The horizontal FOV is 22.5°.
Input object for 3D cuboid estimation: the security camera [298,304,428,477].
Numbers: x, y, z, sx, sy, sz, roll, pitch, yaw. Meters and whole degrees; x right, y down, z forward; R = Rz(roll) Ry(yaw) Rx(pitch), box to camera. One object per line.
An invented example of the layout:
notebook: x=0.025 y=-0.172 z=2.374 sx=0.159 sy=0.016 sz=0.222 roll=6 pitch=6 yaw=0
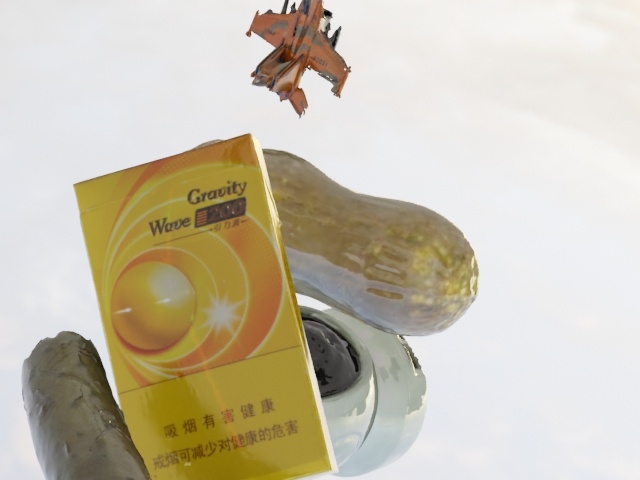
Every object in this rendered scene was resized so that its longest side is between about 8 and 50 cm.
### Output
security camera: x=-0.023 y=0.165 z=1.707 sx=0.194 sy=0.194 sz=0.236 roll=35 pitch=-159 yaw=36

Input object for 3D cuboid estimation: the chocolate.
chocolate: x=0.000 y=0.000 z=1.490 sx=0.309 sy=0.134 sz=0.134 roll=23 pitch=-152 yaw=10

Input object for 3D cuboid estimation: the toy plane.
toy plane: x=-0.008 y=-0.221 z=1.606 sx=0.135 sy=0.188 sz=0.062 roll=33 pitch=-167 yaw=27

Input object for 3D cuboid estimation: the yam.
yam: x=-0.134 y=0.167 z=0.998 sx=0.067 sy=0.071 sz=0.317 roll=-24 pitch=-142 yaw=-7

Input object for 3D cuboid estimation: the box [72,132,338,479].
box: x=-0.090 y=0.064 z=1.232 sx=0.152 sy=0.269 sz=0.043 roll=-16 pitch=168 yaw=6
